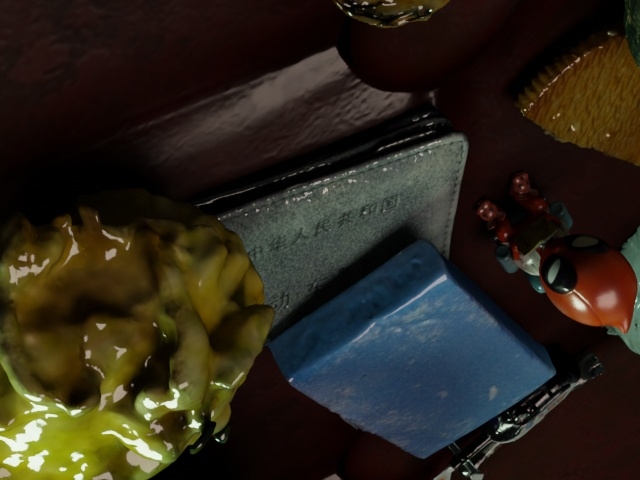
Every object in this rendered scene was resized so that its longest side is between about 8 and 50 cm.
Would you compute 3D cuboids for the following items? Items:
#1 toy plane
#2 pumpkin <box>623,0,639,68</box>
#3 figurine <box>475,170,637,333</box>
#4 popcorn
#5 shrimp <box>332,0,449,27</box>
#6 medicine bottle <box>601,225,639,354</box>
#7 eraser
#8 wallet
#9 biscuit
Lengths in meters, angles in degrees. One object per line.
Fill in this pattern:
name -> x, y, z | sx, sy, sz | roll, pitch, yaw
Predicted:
toy plane -> 0.168, 0.160, 1.513 | 0.197, 0.053, 0.078 | -42, 154, 0
pumpkin -> 0.288, -0.168, 1.148 | 0.190, 0.146, 0.190 | -46, 153, -32
figurine -> 0.182, 0.017, 1.279 | 0.068, 0.140, 0.075 | -41, 146, -1
popcorn -> -0.128, 0.066, 1.023 | 0.218, 0.169, 0.189 | -37, 172, -25
shrimp -> 0.096, -0.228, 0.983 | 0.117, 0.066, 0.262 | 9, 124, -46
medicine bottle -> 0.394, 0.104, 1.437 | 0.245, 0.290, 0.245 | -25, 144, -20
eraser -> 0.081, 0.094, 1.321 | 0.144, 0.043, 0.312 | -34, 153, 9
wallet -> 0.001, 0.002, 1.192 | 0.222, 0.036, 0.167 | -21, 142, -22
biscuit -> 0.230, -0.116, 1.265 | 0.206, 0.025, 0.126 | 15, 121, -50
